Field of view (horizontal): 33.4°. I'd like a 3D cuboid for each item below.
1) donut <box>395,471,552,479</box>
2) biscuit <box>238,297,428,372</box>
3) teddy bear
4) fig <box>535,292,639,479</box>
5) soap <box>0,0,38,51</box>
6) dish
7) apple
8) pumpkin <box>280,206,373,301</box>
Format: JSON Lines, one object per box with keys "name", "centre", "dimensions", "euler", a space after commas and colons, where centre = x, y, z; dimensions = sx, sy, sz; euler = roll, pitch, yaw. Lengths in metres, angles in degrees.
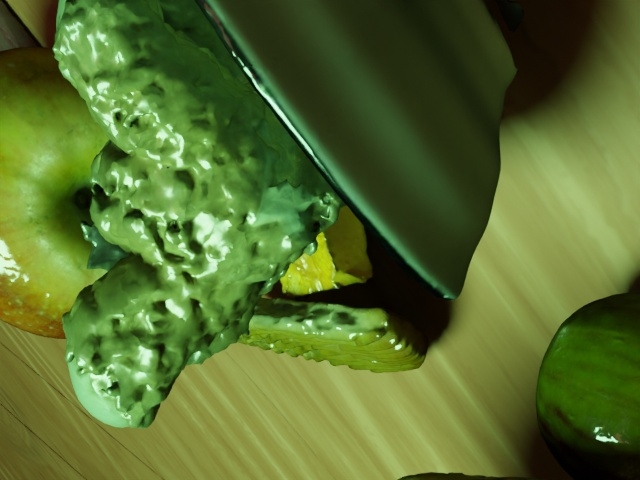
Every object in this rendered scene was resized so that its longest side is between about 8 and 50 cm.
{"name": "donut", "centre": [0.182, 0.277, 0.625], "dimensions": [0.448, 0.198, 0.449], "euler": [20, 163, 6]}
{"name": "biscuit", "centre": [-0.011, 0.067, 0.800], "dimensions": [0.176, 0.031, 0.228], "euler": [17, 168, -11]}
{"name": "teddy bear", "centre": [-0.070, -0.050, 0.652], "dimensions": [0.256, 0.156, 0.267], "euler": [-103, 14, -71]}
{"name": "fig", "centre": [0.235, 0.108, 0.584], "dimensions": [0.236, 0.124, 0.124], "euler": [17, 137, 20]}
{"name": "soap", "centre": [-0.327, -0.152, 0.958], "dimensions": [0.250, 0.099, 0.162], "euler": [52, 140, -6]}
{"name": "dish", "centre": [0.012, -0.127, 0.523], "dimensions": [0.316, 0.106, 0.316], "euler": [53, -173, -10]}
{"name": "apple", "centre": [-0.209, -0.037, 0.841], "dimensions": [0.173, 0.210, 0.235], "euler": [12, 119, 49]}
{"name": "pumpkin", "centre": [0.000, 0.000, 0.779], "dimensions": [0.074, 0.054, 0.083], "euler": [-15, 92, 50]}
